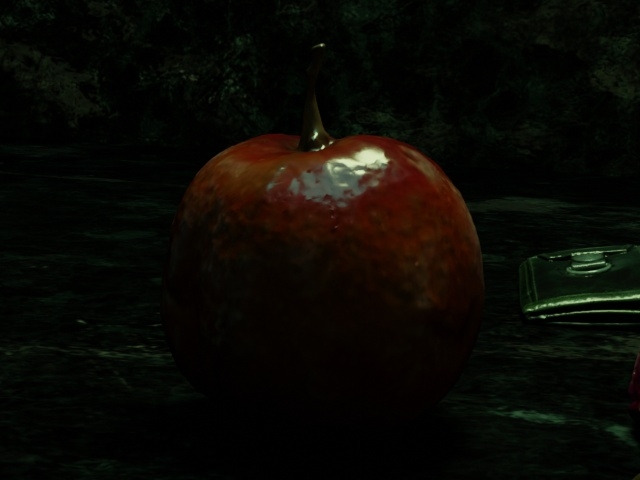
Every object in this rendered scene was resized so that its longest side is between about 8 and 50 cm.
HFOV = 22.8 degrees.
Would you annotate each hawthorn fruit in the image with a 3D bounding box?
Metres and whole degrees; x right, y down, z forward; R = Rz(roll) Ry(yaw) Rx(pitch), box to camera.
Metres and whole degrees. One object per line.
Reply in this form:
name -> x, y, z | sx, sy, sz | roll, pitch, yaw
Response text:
hawthorn fruit -> 0.000, 0.000, 1.109 | 0.241, 0.272, 0.242 | -1, 18, 0

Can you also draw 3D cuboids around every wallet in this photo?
wallet -> 0.284, 0.046, 1.633 | 0.160, 0.055, 0.236 | -3, 8, 7

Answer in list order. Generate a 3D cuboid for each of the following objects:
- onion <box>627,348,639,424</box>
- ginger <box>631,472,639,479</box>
onion -> 0.327, 0.086, 1.137 | 0.227, 0.120, 0.283 | 3, 7, 36
ginger -> 0.269, 0.139, 0.706 | 0.107, 0.133, 0.309 | 38, -19, -32
